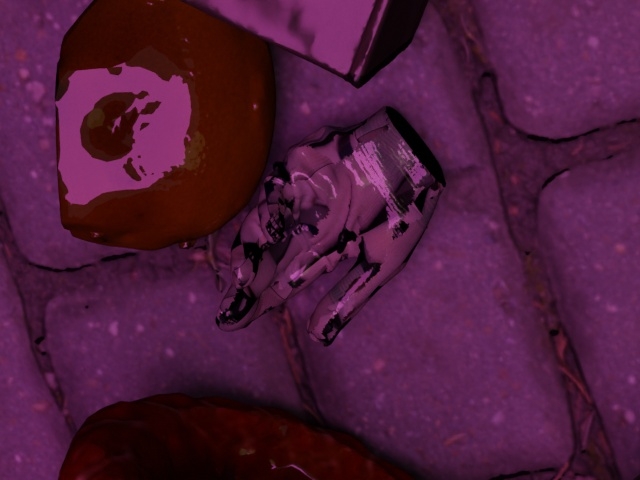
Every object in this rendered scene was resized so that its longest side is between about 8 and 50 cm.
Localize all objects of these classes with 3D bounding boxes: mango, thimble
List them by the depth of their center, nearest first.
[{"bbox_3d":[-0.062,0.284,1.406,0.350,0.350,0.230,22,109,9],"label":"thimble"},{"bbox_3d":[-0.118,-0.110,1.416,0.166,0.136,0.236,0,101,1],"label":"mango"}]

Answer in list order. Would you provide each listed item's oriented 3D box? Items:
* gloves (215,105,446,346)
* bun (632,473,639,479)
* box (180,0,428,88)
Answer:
[{"bbox_3d":[-0.003,-0.006,1.426,0.212,0.111,0.127,-37,127,16],"label":"gloves"},{"bbox_3d":[0.324,0.260,1.385,0.283,0.179,0.283,-2,111,-5],"label":"bun"},{"bbox_3d":[0.024,-0.271,1.300,0.153,0.188,0.252,24,112,8],"label":"box"}]
